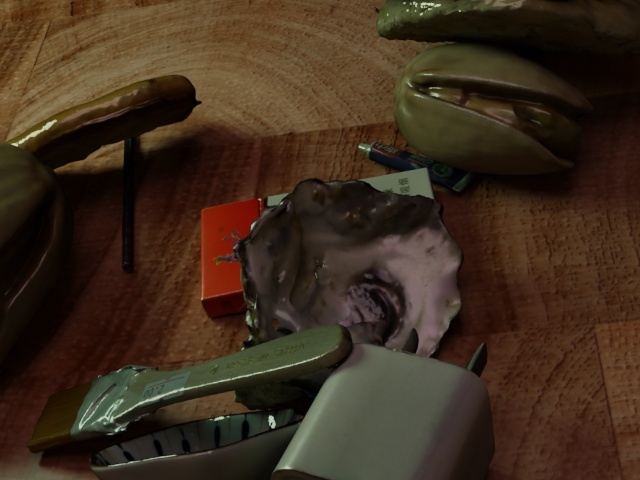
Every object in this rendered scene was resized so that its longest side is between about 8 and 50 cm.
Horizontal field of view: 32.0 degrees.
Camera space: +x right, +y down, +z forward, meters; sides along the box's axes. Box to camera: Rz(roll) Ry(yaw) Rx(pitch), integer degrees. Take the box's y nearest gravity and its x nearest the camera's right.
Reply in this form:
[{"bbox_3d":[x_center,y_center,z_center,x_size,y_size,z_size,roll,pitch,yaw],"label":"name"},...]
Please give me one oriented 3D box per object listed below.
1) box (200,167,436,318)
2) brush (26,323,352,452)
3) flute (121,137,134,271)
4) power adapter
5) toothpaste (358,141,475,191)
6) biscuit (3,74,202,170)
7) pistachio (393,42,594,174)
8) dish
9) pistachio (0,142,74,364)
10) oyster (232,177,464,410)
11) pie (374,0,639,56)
[{"bbox_3d":[0.000,0.000,1.131,0.245,0.035,0.139,-9,44,4],"label":"box"},{"bbox_3d":[-0.118,0.122,0.955,0.336,0.020,0.085,-18,32,27],"label":"brush"},{"bbox_3d":[-0.218,-0.060,1.268,0.014,0.014,0.269,-12,42,2],"label":"flute"},{"bbox_3d":[0.068,0.151,0.887,0.130,0.125,0.205,12,46,26],"label":"power adapter"},{"bbox_3d":[0.099,-0.082,1.202,0.140,0.021,0.037,22,45,30],"label":"toothpaste"},{"bbox_3d":[-0.279,-0.116,1.252,0.299,0.045,0.154,-22,-1,-1],"label":"biscuit"},{"bbox_3d":[0.171,-0.134,1.159,0.215,0.144,0.144,21,53,24],"label":"pistachio"},{"bbox_3d":[-0.093,0.188,0.906,0.190,0.066,0.190,-11,-1,0],"label":"dish"},{"bbox_3d":[-0.356,0.023,1.114,0.197,0.166,0.288,-7,42,43],"label":"pistachio"},{"bbox_3d":[0.025,0.048,1.019,0.223,0.083,0.214,4,76,-14],"label":"oyster"},{"bbox_3d":[0.213,-0.248,1.228,0.339,0.077,0.339,2,12,0],"label":"pie"}]
